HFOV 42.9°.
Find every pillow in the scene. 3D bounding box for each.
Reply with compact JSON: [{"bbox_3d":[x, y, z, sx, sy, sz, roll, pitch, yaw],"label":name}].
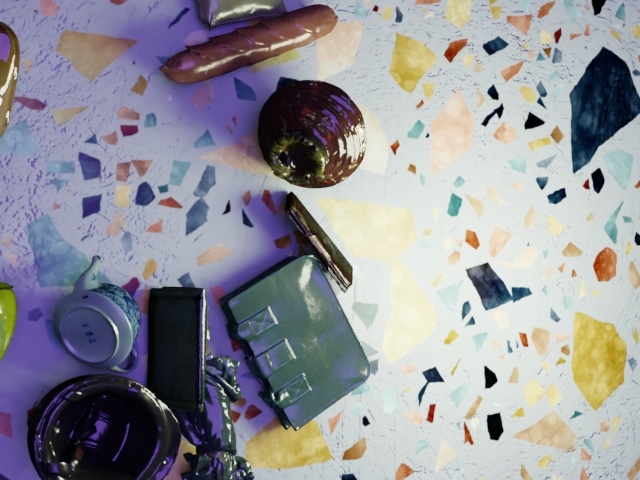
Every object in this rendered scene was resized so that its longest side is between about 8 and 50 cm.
[{"bbox_3d":[-0.174,-0.516,1.709,0.208,0.053,0.119,-20,100,-29],"label":"pillow"}]

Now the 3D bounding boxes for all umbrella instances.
[{"bbox_3d":[-0.224,0.343,1.639,0.143,0.094,0.349,-9,91,-21],"label":"umbrella"}]

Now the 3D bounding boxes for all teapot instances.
[{"bbox_3d":[-0.403,0.150,1.538,0.159,0.159,0.232,-25,108,-25],"label":"teapot"}]

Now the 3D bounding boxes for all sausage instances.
[{"bbox_3d":[-0.144,-0.409,1.702,0.433,0.088,0.088,-25,100,-27],"label":"sausage"}]

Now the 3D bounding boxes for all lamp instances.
[{"bbox_3d":[-0.019,-0.214,1.681,0.246,0.247,0.247,1,88,-27],"label":"lamp"}]

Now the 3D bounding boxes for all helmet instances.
[{"bbox_3d":[-0.414,0.357,1.507,0.278,0.160,0.231,25,78,-37],"label":"helmet"}]

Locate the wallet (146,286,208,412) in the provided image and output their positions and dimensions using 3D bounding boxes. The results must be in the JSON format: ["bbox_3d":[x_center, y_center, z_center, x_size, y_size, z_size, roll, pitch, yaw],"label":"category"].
[{"bbox_3d":[-0.276,0.208,1.583,0.055,0.160,0.236,2,88,-46],"label":"wallet"}]

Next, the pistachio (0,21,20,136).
[{"bbox_3d":[-0.641,-0.277,1.414,0.212,0.163,0.261,9,98,-6],"label":"pistachio"}]

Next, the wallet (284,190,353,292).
[{"bbox_3d":[0.000,0.000,1.755,0.031,0.122,0.232,-33,107,12],"label":"wallet"}]

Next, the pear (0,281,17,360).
[{"bbox_3d":[-0.659,0.181,1.367,0.292,0.159,0.293,-3,96,-36],"label":"pear"}]

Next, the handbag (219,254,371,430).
[{"bbox_3d":[-0.053,0.212,1.735,0.238,0.089,0.327,-31,103,-24],"label":"handbag"}]
